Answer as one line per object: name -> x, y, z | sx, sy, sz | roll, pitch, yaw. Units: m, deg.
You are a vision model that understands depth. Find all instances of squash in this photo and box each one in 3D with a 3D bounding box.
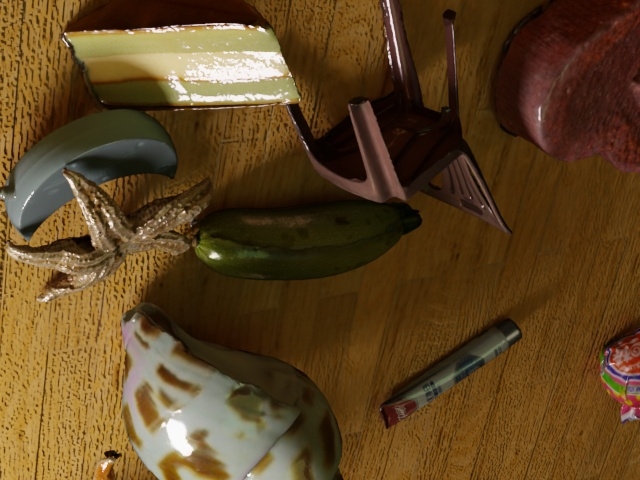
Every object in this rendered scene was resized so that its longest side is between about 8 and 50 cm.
squash -> 0.000, 0.000, 1.716 | 0.341, 0.094, 0.094 | -6, 124, -36

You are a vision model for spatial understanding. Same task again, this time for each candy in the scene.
candy -> 0.528, 0.260, 2.330 | 0.124, 0.124, 0.365 | -40, 148, -7

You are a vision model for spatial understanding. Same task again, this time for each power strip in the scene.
power strip -> -0.249, -0.070, 1.467 | 0.216, 0.044, 0.137 | -23, 156, -18

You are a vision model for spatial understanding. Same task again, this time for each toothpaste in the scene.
toothpaste -> 0.183, 0.189, 2.039 | 0.239, 0.039, 0.062 | -33, 142, -12

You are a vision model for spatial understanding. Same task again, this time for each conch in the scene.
conch -> -0.094, 0.226, 1.685 | 0.368, 0.249, 0.197 | 24, 83, -10

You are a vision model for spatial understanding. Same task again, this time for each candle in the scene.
candle -> 0.391, -0.225, 1.831 | 0.317, 0.131, 0.287 | 9, 111, -43

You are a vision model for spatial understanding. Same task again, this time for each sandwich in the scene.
sandwich -> -0.136, -0.171, 1.418 | 0.144, 0.187, 0.117 | -40, 137, -16

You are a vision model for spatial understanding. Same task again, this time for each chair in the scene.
chair -> 0.092, -0.101, 1.655 | 0.183, 0.175, 0.326 | -38, 131, -22

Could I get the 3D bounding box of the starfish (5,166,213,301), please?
starfish -> -0.224, -0.003, 1.526 | 0.236, 0.062, 0.277 | -30, 161, 10

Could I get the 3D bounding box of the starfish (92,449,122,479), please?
starfish -> -0.213, 0.442, 1.728 | 0.398, 0.132, 0.384 | -30, 109, 35
